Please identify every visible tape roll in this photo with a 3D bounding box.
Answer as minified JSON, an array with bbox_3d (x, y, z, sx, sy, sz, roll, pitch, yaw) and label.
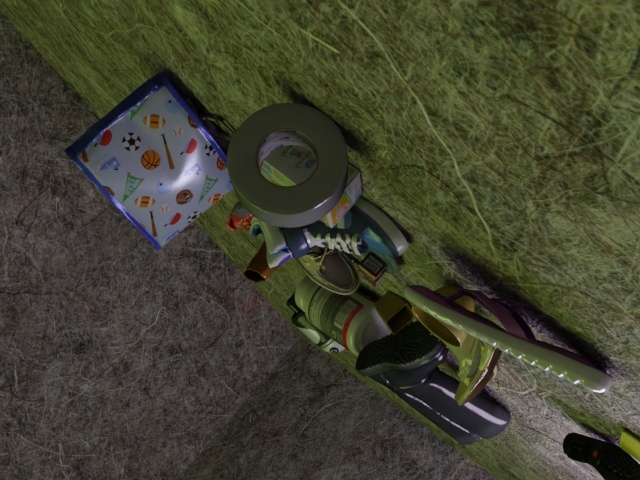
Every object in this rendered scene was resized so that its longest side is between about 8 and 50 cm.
[{"bbox_3d":[-0.058,-0.138,1.385,0.219,0.219,0.072,39,167,13],"label":"tape roll"}]

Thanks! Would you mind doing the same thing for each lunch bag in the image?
[{"bbox_3d":[-0.449,-0.224,2.024,0.239,0.328,0.385,44,173,36],"label":"lunch bag"}]

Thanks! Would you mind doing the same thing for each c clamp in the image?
[{"bbox_3d":[-0.272,-0.300,1.951,0.160,0.022,0.137,28,162,49],"label":"c clamp"}]

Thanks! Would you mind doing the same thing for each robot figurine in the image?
[{"bbox_3d":[0.003,0.292,2.801,0.278,0.173,0.209,43,-148,-5],"label":"robot figurine"}]

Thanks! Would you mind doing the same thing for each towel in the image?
[{"bbox_3d":[0.732,0.479,1.574,0.237,0.021,0.102,35,161,32],"label":"towel"}]

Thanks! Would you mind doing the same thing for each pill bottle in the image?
[{"bbox_3d":[0.063,0.219,2.364,0.318,0.176,0.176,29,163,45],"label":"pill bottle"}]

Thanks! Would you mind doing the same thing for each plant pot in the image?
[{"bbox_3d":[0.197,0.193,2.099,0.083,0.081,0.081,45,173,39],"label":"plant pot"},{"bbox_3d":[0.280,0.153,1.648,0.134,0.095,0.134,40,168,10],"label":"plant pot"}]

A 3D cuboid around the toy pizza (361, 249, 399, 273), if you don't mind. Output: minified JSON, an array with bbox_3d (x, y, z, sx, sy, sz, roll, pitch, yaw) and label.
[{"bbox_3d":[0.112,0.006,1.806,0.201,0.032,0.201,39,169,9],"label":"toy pizza"}]

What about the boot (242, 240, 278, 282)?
[{"bbox_3d":[-0.165,0.032,2.334,0.104,0.211,0.295,45,168,-14],"label":"boot"}]

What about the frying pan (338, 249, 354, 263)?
[{"bbox_3d":[-0.042,-0.079,1.884,0.197,0.053,0.326,39,163,51],"label":"frying pan"}]

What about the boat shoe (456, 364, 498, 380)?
[{"bbox_3d":[0.374,0.307,1.893,0.095,0.095,0.257,34,166,33],"label":"boat shoe"}]

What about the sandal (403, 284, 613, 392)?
[{"bbox_3d":[0.359,0.159,1.448,0.416,0.102,0.169,26,180,12],"label":"sandal"}]

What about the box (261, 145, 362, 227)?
[{"bbox_3d":[-0.023,-0.137,1.555,0.203,0.103,0.114,37,167,19],"label":"box"}]

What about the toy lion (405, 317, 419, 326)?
[{"bbox_3d":[0.254,0.235,2.182,0.100,0.034,0.096,34,159,33],"label":"toy lion"}]

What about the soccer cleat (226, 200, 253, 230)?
[{"bbox_3d":[-0.210,-0.079,2.310,0.108,0.116,0.318,44,168,-13],"label":"soccer cleat"}]

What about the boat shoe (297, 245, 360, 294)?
[{"bbox_3d":[-0.020,0.023,2.093,0.324,0.116,0.097,46,172,8],"label":"boat shoe"}]

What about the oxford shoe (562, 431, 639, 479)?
[{"bbox_3d":[0.667,0.500,1.729,0.096,0.083,0.227,17,-176,-25],"label":"oxford shoe"}]

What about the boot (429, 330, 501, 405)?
[{"bbox_3d":[0.318,0.258,1.744,0.165,0.077,0.213,37,124,30],"label":"boot"}]

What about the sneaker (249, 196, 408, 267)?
[{"bbox_3d":[0.000,0.000,1.643,0.322,0.236,0.130,37,167,20],"label":"sneaker"}]

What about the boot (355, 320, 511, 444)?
[{"bbox_3d":[0.370,0.421,2.156,0.445,0.146,0.367,39,150,-16],"label":"boot"}]

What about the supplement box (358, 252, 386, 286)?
[{"bbox_3d":[0.123,0.070,1.814,0.055,0.043,0.083,38,168,11],"label":"supplement box"}]
